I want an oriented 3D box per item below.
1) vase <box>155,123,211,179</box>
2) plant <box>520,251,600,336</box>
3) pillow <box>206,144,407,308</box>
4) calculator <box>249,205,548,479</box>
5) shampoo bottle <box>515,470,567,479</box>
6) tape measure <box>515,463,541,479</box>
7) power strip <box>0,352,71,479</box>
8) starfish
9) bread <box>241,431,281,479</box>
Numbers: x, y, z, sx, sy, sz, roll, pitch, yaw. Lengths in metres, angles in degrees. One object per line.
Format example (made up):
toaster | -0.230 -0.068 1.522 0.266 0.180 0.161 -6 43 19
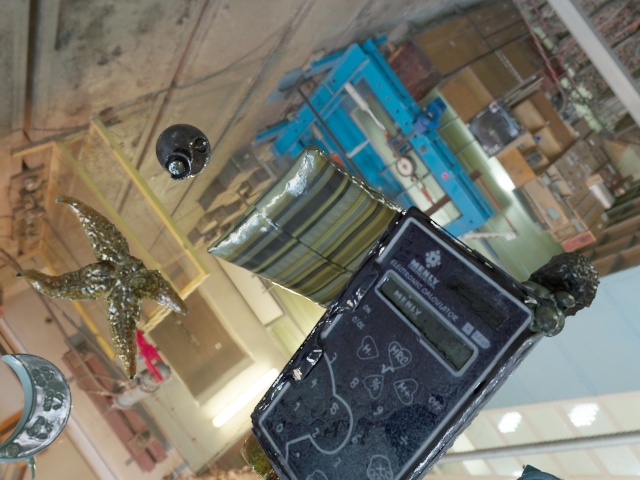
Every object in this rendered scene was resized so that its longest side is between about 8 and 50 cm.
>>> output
vase | -0.297 -0.180 1.101 0.120 0.120 0.183 -36 -156 9
plant | 0.565 0.137 1.255 0.274 0.149 0.146 -32 168 -31
pillow | 0.000 0.000 0.660 0.208 0.212 0.052 -42 -145 29
calculator | 0.049 0.118 0.441 0.028 0.166 0.274 23 106 -47
shampoo bottle | 0.511 0.633 0.903 0.331 0.343 0.331 -158 -90 -87
tape measure | 0.535 0.638 1.261 0.146 0.081 0.125 21 -126 37
power strip | -0.525 0.315 0.928 0.044 0.216 0.137 -28 145 35
starfish | -0.306 0.060 0.719 0.138 0.247 0.050 -50 -164 -26
bread | -0.039 0.297 0.815 0.172 0.103 0.132 -52 180 -19
